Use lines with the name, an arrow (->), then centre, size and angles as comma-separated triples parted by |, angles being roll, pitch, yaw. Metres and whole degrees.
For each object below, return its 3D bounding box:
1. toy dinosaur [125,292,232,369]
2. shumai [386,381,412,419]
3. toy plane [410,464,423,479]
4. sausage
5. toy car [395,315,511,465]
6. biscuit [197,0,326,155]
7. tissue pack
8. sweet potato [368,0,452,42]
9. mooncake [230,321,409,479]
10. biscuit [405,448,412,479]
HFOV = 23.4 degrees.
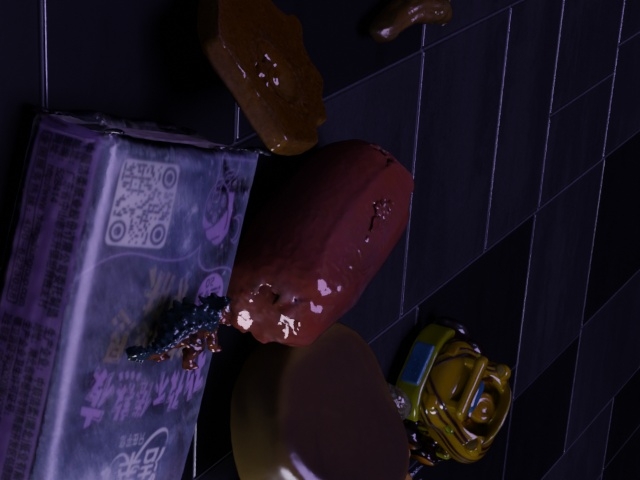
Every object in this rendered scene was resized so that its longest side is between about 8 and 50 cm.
toy dinosaur -> -0.121, 0.082, 1.372 | 0.154, 0.049, 0.055 | -27, 129, -56
shumai -> 0.072, 0.232, 2.069 | 0.083, 0.082, 0.080 | 48, 60, -33
toy plane -> 0.124, 0.363, 2.290 | 0.078, 0.024, 0.084 | -56, 154, 5
sausage -> 0.000, 0.000, 1.711 | 0.280, 0.152, 0.152 | -52, 146, -34
toy car -> 0.204, 0.230, 2.236 | 0.200, 0.142, 0.248 | -66, 151, -13
biscuit -> -0.055, -0.178, 1.534 | 0.182, 0.034, 0.215 | 57, 24, -16
tissue pack -> -0.190, 0.069, 1.420 | 0.259, 0.122, 0.361 | -1, 107, -61
sweet potato -> 0.110, -0.279, 1.874 | 0.182, 0.054, 0.053 | -26, 88, -50
mooncake -> -0.010, 0.220, 1.776 | 0.234, 0.117, 0.235 | 20, 61, -42
biscuit -> 0.074, 0.358, 2.170 | 0.166, 0.036, 0.225 | -54, 150, -14
